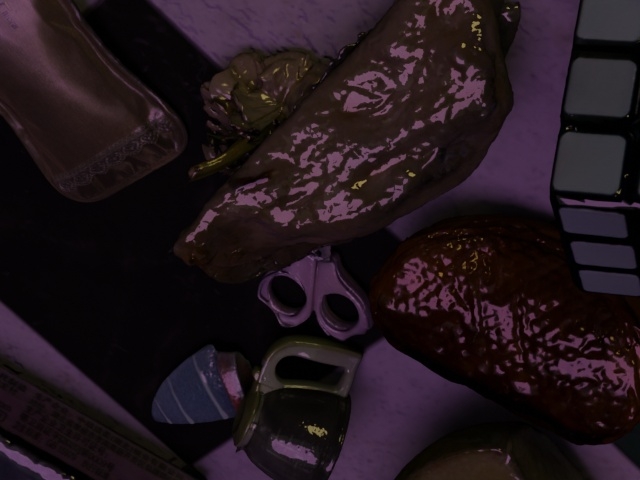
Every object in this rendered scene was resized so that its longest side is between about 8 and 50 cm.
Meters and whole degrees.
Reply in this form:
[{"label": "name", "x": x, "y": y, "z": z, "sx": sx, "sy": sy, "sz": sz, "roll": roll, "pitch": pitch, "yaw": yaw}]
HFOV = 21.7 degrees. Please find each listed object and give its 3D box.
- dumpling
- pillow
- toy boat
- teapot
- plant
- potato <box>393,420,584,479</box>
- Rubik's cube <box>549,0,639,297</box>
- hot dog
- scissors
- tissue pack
[{"label": "dumpling", "x": 0.053, "y": -0.062, "z": 1.164, "sx": 0.166, "sy": 0.086, "sz": 0.332, "roll": 28, "pitch": 116, "yaw": -34}, {"label": "pillow", "x": -0.205, "y": -0.124, "z": 1.287, "sx": 0.130, "sy": 0.033, "sz": 0.217, "roll": -26, "pitch": 119, "yaw": 23}, {"label": "toy boat", "x": -0.110, "y": 0.136, "z": 1.457, "sx": 0.122, "sy": 0.034, "sz": 0.096, "roll": -10, "pitch": 116, "yaw": 29}, {"label": "teapot", "x": -0.024, "y": 0.142, "z": 1.396, "sx": 0.091, "sy": 0.124, "sz": 0.092, "roll": 21, "pitch": 164, "yaw": -11}, {"label": "plant", "x": -0.045, "y": -0.080, "z": 1.215, "sx": 0.116, "sy": 0.122, "sz": 0.104, "roll": -16, "pitch": 107, "yaw": 38}, {"label": "potato", "x": 0.163, "y": 0.241, "z": 1.381, "sx": 0.269, "sy": 0.112, "sz": 0.255, "roll": 1, "pitch": 122, "yaw": 17}, {"label": "Rubik's cube", "x": 0.240, "y": -0.059, "z": 1.052, "sx": 0.163, "sy": 0.160, "sz": 0.162, "roll": 5, "pitch": 159, "yaw": 19}, {"label": "hot dog", "x": 0.147, "y": 0.065, "z": 1.258, "sx": 0.227, "sy": 0.099, "sz": 0.160, "roll": 27, "pitch": 130, "yaw": 2}, {"label": "scissors", "x": 0.000, "y": 0.000, "z": 1.322, "sx": 0.100, "sy": 0.015, "sz": 0.189, "roll": 15, "pitch": 128, "yaw": 14}, {"label": "tissue pack", "x": -0.312, "y": 0.235, "z": 1.557, "sx": 0.361, "sy": 0.122, "sz": 0.259, "roll": 31, "pitch": 127, "yaw": -1}]
